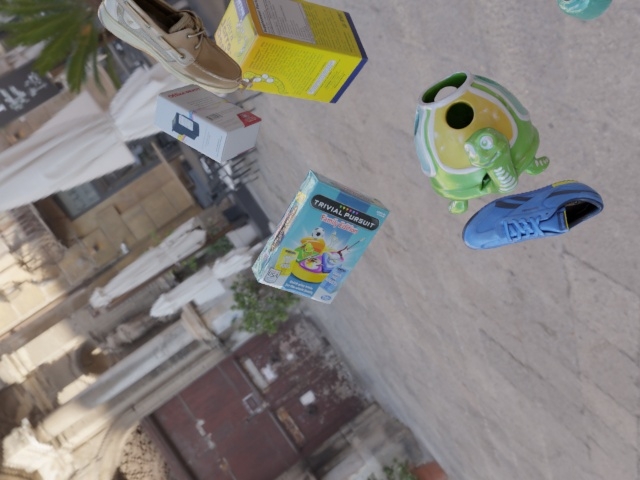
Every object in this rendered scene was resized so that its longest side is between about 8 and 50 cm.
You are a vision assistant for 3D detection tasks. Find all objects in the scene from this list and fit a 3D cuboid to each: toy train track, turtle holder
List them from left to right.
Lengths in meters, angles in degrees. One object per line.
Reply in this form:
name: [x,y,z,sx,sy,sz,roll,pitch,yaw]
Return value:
toy train track: [-0.165,-0.338,1.290,0.014,0.048,0.083,45,175,-35]
turtle holder: [0.290,-0.195,1.200,0.243,0.320,0.227,-16,119,38]

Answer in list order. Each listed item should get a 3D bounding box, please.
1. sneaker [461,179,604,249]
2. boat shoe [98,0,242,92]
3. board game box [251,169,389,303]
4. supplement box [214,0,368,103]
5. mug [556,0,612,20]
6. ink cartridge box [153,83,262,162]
sneaker: [0.320,-0.033,0.920,0.082,0.209,0.069,-94,-17,-68]
boat shoe: [-0.311,-0.445,1.337,0.341,0.110,0.121,25,-129,-28]
board game box: [0.000,0.000,1.709,0.254,0.336,0.079,20,-159,-32]
supplement box: [-0.083,-0.537,1.690,0.195,0.357,0.194,-46,52,46]
mug: [0.692,-0.666,1.629,0.158,0.097,0.129,20,105,56]
ink cartridge box: [-0.230,-0.243,1.238,0.175,0.127,0.072,30,124,15]
